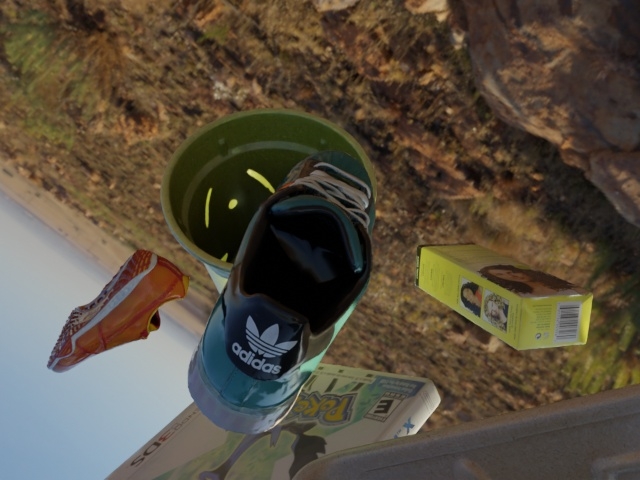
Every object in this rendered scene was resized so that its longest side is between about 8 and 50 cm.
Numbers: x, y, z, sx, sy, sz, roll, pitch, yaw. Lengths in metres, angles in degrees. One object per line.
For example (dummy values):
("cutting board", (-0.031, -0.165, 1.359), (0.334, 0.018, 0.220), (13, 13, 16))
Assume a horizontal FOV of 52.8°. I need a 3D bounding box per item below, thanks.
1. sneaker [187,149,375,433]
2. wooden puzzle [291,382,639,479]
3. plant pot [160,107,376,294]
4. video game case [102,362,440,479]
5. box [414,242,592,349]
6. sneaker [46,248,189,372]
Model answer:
("sneaker", (0.000, 0.000, 0.500), (0.108, 0.302, 0.121), (28, 130, -5))
("wooden puzzle", (0.185, 0.246, 0.373), (0.080, 0.348, 0.322), (4, -112, -75))
("plant pot", (-0.068, -0.002, 0.922), (0.276, 0.276, 0.254), (31, 150, 19))
("video game case", (-0.081, 0.234, 0.692), (0.329, 0.300, 0.036), (-4, 118, 49))
("box", (0.195, 0.054, 0.732), (0.087, 0.058, 0.232), (-2, -168, -18))
("sneaker", (-0.192, 0.080, 0.598), (0.067, 0.175, 0.064), (40, -152, -29))
